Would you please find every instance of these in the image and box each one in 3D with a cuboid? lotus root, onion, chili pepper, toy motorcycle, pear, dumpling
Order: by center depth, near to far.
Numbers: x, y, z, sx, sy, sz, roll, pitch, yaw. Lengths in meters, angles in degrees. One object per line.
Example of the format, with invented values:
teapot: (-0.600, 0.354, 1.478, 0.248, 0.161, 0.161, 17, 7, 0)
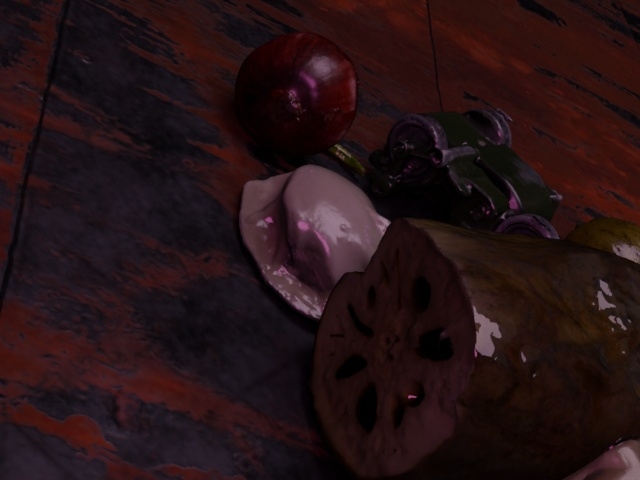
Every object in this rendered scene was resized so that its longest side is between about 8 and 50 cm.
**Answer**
lotus root: (0.180, 0.116, 0.977, 0.346, 0.250, 0.251, 8, 45, -32)
dumpling: (0.001, 0.001, 1.079, 0.176, 0.092, 0.150, 42, 48, -5)
onion: (-0.022, -0.149, 1.189, 0.131, 0.131, 0.131, 25, 37, -20)
chili pepper: (0.013, -0.095, 1.255, 0.083, 0.017, 0.030, 27, 37, -13)
toy motorcycle: (0.172, -0.048, 1.269, 0.205, 0.127, 0.275, -9, 50, -49)
pear: (0.344, 0.029, 1.350, 0.131, 0.107, 0.107, 53, 36, 6)

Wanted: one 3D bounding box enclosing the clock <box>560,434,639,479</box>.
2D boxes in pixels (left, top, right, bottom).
clock: (0.267, 0.281, 0.767, 0.283, 0.114, 0.309, -22, 63, -17)
